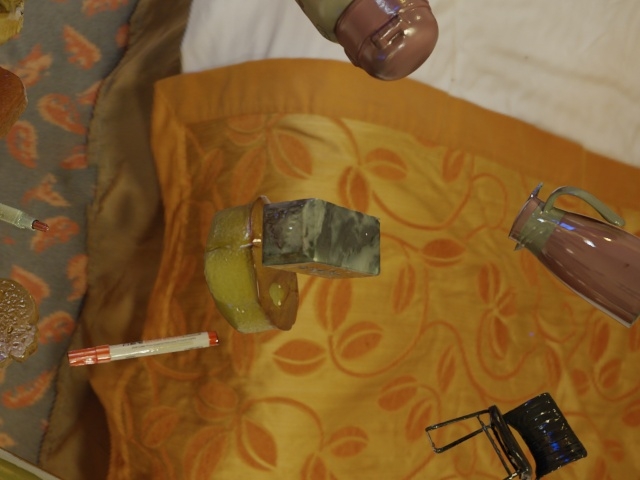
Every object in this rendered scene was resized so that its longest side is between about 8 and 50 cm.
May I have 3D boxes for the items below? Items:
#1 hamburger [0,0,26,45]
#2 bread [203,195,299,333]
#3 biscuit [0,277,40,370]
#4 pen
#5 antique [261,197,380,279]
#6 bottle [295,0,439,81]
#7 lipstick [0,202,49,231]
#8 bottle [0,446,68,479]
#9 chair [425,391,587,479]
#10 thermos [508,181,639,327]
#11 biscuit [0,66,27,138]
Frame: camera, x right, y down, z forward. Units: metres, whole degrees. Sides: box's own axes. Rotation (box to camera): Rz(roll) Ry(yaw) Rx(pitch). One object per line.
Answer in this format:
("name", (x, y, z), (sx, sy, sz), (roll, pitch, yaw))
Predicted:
("hamburger", (-0.402, -0.303, 0.758), (0.277, 0.318, 0.195), (20, 113, 5))
("bread", (-0.125, 0.051, 1.621), (0.270, 0.148, 0.269), (-10, 90, -77))
("biscuit", (-0.536, 0.148, 1.363), (0.170, 0.170, 0.050), (-45, 162, -24))
("pen", (-0.283, 0.173, 1.328), (0.239, 0.028, 0.028), (-6, 99, -17))
("antique", (0.000, 0.000, 1.119), (0.183, 0.088, 0.085), (14, 73, -55))
("bottle", (0.026, -0.261, 0.822), (0.110, 0.110, 0.233), (-25, 70, -32))
("lipstick", (-0.566, -0.038, 1.578), (0.030, 0.129, 0.030), (-67, 157, -12))
("bottle", (-0.343, 0.271, 0.773), (0.351, 0.171, 0.171), (28, 76, -5))
("chair", (0.301, 0.326, 1.309), (0.221, 0.140, 0.145), (-26, 150, -1))
("thermos", (0.464, 0.012, 1.437), (0.146, 0.265, 0.176), (-39, 158, -48))
("biscuit", (-0.619, -0.206, 1.306), (0.277, 0.262, 0.052), (-79, 179, -49))
